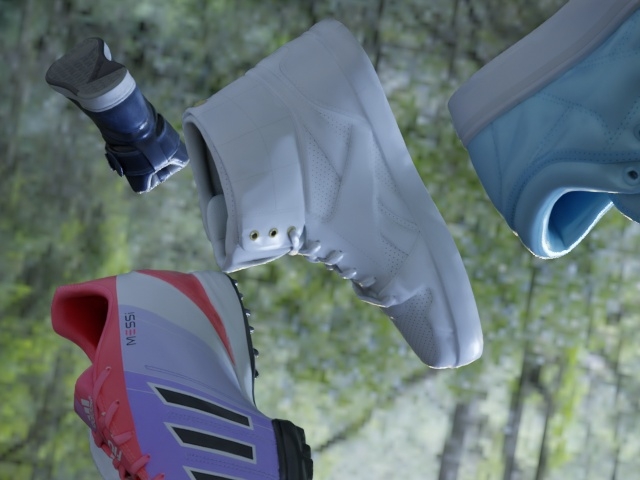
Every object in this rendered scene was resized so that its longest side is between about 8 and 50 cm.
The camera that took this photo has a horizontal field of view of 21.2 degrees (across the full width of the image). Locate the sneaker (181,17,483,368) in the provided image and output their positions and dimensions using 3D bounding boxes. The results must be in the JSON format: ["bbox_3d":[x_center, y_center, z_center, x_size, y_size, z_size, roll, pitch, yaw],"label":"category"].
[{"bbox_3d":[0.000,0.000,1.297,0.169,0.292,0.108,-32,-164,-19],"label":"sneaker"}]

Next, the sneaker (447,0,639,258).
[{"bbox_3d":[0.219,-0.093,1.024,0.135,0.150,0.366,-18,169,-29],"label":"sneaker"}]

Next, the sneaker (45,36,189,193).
[{"bbox_3d":[-0.235,-0.143,1.999,0.163,0.086,0.226,55,175,-29],"label":"sneaker"}]

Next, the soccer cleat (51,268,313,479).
[{"bbox_3d":[-0.083,0.116,0.986,0.116,0.108,0.318,3,-152,-18],"label":"soccer cleat"}]

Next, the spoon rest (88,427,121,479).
[{"bbox_3d":[-0.127,0.259,1.746,0.276,0.137,0.084,48,-161,0],"label":"spoon rest"}]
